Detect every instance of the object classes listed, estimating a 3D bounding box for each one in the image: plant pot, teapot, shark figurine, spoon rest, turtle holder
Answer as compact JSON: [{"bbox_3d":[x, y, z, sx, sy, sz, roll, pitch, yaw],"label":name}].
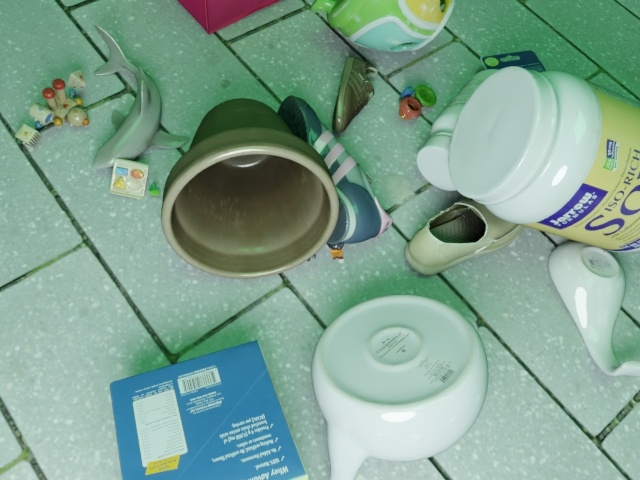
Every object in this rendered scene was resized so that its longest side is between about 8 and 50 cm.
[{"bbox_3d":[-0.118,-0.104,0.928,0.263,0.262,0.229,-4,44,-10],"label":"plant pot"},{"bbox_3d":[0.116,0.208,0.810,0.256,0.186,0.252,-9,35,6],"label":"teapot"},{"bbox_3d":[-0.329,-0.265,1.039,0.167,0.116,0.278,-6,65,-12],"label":"shark figurine"},{"bbox_3d":[0.469,0.111,0.975,0.138,0.084,0.276,6,48,-6],"label":"spoon rest"},{"bbox_3d":[0.156,-0.507,1.126,0.228,0.320,0.243,31,53,-20],"label":"turtle holder"}]

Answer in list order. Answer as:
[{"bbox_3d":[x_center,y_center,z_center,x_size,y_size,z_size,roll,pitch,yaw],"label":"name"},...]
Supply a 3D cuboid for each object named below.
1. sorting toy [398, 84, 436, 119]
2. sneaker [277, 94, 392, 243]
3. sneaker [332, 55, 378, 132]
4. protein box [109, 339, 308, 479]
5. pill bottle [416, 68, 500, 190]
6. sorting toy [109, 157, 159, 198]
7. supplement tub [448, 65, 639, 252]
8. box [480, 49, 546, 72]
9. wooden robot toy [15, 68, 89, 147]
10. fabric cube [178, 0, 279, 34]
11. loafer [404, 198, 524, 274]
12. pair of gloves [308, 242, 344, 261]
[{"bbox_3d":[0.185,-0.274,1.159,0.061,0.042,0.102,50,54,1],"label":"sorting toy"},{"bbox_3d":[0.017,-0.126,1.032,0.131,0.112,0.318,-1,56,-36],"label":"sneaker"},{"bbox_3d":[0.070,-0.286,1.129,0.071,0.066,0.188,13,62,-2],"label":"sneaker"},{"bbox_3d":[-0.140,0.267,0.731,0.200,0.135,0.201,-15,46,-15],"label":"protein box"},{"bbox_3d":[0.281,-0.203,1.076,0.131,0.131,0.229,35,63,11],"label":"pill bottle"},{"bbox_3d":[-0.314,-0.103,0.990,0.084,0.012,0.061,11,96,-10],"label":"sorting toy"},{"bbox_3d":[0.400,-0.125,0.922,0.332,0.241,0.240,13,59,-21],"label":"supplement tub"},{"bbox_3d":[0.428,-0.297,1.201,0.137,0.036,0.225,-12,66,-14],"label":"box"},{"bbox_3d":[-0.453,-0.228,1.028,0.079,0.076,0.173,32,62,-3],"label":"wooden robot toy"},{"bbox_3d":[-0.203,-0.636,1.173,0.259,0.254,0.258,-34,71,-23],"label":"fabric cube"},{"bbox_3d":[0.271,-0.027,1.002,0.269,0.092,0.101,-28,69,-21],"label":"loafer"},{"bbox_3d":[0.000,0.000,0.997,0.084,0.010,0.074,-3,62,-10],"label":"pair of gloves"}]
